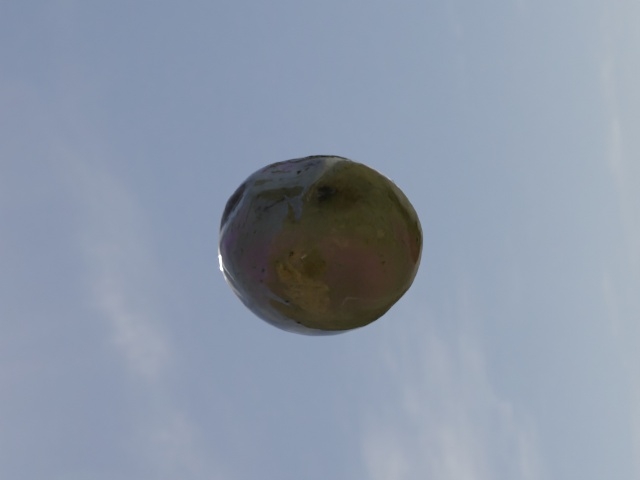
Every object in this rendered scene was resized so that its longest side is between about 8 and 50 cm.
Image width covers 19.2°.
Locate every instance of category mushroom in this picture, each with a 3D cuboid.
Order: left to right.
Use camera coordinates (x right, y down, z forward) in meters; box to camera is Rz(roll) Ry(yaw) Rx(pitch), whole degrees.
[{"bbox_3d":[0.000,0.000,0.774,0.067,0.083,0.083,-80,-21,-51],"label":"mushroom"}]
